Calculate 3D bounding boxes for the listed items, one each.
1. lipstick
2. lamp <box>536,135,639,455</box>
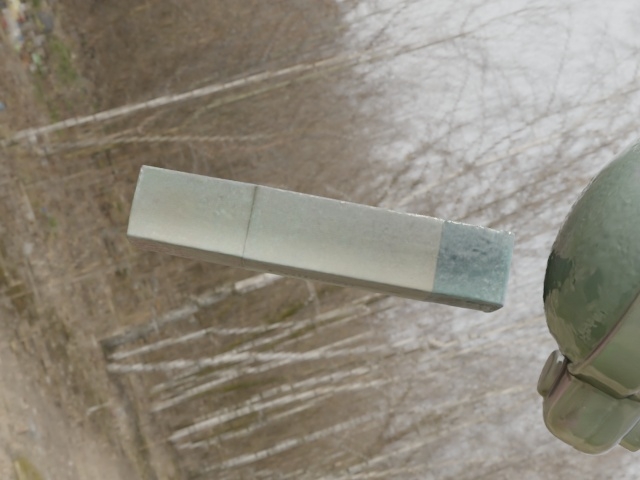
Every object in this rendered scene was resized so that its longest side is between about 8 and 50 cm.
[{"bbox_3d":[0.000,0.000,0.791,0.066,0.318,0.068,105,-4,-81],"label":"lipstick"},{"bbox_3d":[0.193,0.024,0.573,0.108,0.179,0.246,27,-55,15],"label":"lamp"}]
